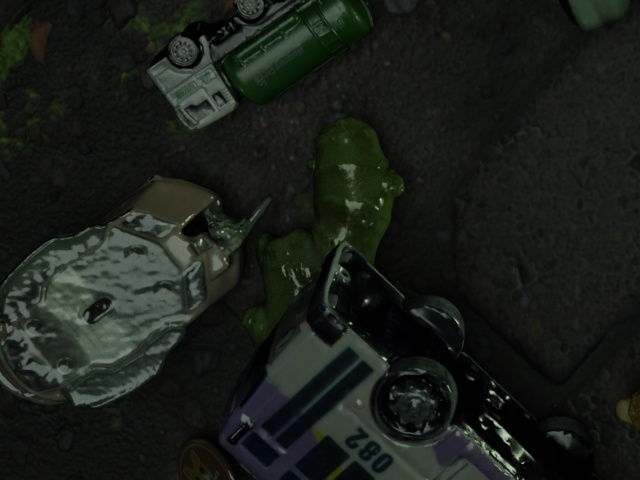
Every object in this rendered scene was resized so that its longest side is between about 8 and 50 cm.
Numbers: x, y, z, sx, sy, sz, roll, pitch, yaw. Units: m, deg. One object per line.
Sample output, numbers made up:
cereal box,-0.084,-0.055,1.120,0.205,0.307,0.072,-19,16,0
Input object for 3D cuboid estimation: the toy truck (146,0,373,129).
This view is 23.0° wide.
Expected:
toy truck,-0.065,-0.220,1.731,0.242,0.101,0.125,-32,101,15

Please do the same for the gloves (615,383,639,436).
gloves,0.466,0.229,1.600,0.356,0.155,0.203,19,116,32

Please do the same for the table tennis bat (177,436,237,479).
table tennis bat,-0.076,0.288,1.861,0.170,0.119,0.107,46,135,27

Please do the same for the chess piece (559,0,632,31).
chess piece,0.348,-0.357,1.561,0.299,0.194,0.195,-28,91,9

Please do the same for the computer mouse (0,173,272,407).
computer mouse,-0.220,0.044,1.808,0.389,0.115,0.199,-35,104,8

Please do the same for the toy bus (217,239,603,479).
toy bus,0.104,0.234,1.660,0.440,0.209,0.249,43,110,-9

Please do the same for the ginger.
ginger,-0.002,0.005,1.756,0.137,0.089,0.290,41,114,32
